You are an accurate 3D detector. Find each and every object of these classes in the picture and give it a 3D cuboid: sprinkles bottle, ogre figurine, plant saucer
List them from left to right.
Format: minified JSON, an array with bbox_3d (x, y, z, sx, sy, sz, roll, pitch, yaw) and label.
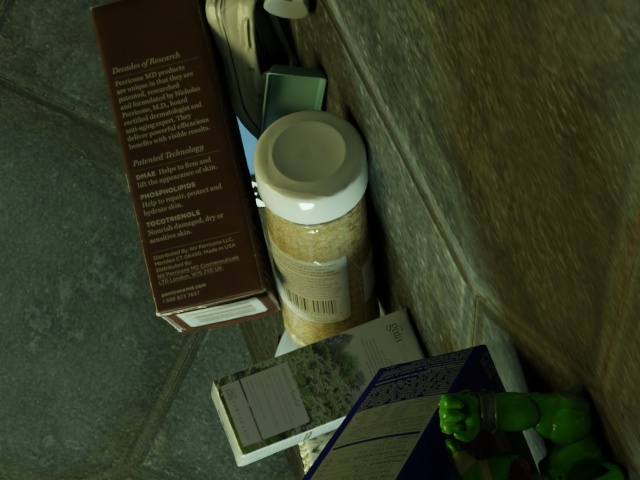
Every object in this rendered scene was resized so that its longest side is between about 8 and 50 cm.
[{"bbox_3d":[-0.033,-0.153,2.053,0.192,0.067,0.018,103,171,-70],"label":"plant saucer"},{"bbox_3d":[0.000,0.000,2.030,0.355,0.121,0.121,83,164,-58],"label":"sprinkles bottle"},{"bbox_3d":[0.176,0.200,1.415,0.097,0.118,0.197,89,160,-78],"label":"ogre figurine"}]

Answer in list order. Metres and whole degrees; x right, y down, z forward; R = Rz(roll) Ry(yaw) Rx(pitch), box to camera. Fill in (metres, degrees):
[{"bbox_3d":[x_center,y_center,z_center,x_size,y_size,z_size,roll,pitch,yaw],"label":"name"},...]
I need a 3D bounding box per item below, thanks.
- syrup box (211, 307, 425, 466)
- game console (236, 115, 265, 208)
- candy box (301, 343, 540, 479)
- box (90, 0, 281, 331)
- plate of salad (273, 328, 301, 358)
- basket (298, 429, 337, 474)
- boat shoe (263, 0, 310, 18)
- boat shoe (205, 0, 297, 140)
[{"bbox_3d":[0.002,0.166,2.023,0.096,0.237,0.093,107,141,-75],"label":"syrup box"},{"bbox_3d":[-0.116,-0.118,2.357,0.173,0.250,0.293,-79,-20,-51],"label":"game console"},{"bbox_3d":[0.101,0.275,1.510,0.268,0.122,0.317,66,-153,-13],"label":"candy box"},{"bbox_3d":[-0.159,-0.094,2.136,0.191,0.143,0.381,67,-168,-79],"label":"box"},{"bbox_3d":[-0.029,0.146,2.418,0.048,0.200,0.200,20,149,20],"label":"plate of salad"},{"bbox_3d":[0.056,0.233,2.118,0.113,0.167,0.103,114,140,-78],"label":"basket"},{"bbox_3d":[-0.031,-0.268,1.868,0.142,0.049,0.040,107,175,-79],"label":"boat shoe"},{"bbox_3d":[-0.065,-0.198,2.109,0.076,0.083,0.226,9,140,37],"label":"boat shoe"}]
